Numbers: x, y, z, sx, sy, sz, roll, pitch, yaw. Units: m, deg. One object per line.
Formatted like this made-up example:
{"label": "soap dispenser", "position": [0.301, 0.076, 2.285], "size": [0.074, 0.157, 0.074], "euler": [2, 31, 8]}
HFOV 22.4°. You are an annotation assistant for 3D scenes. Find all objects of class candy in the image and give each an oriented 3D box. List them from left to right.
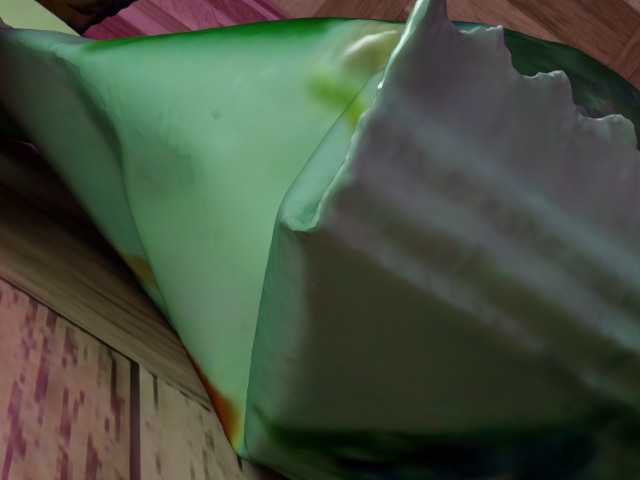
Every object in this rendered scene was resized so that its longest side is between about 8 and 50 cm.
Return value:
{"label": "candy", "position": [0.003, -0.006, 0.613], "size": [0.263, 0.172, 0.398], "euler": [35, -4, -34]}

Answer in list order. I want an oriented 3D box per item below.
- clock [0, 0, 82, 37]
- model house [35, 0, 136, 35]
{"label": "clock", "position": [-0.212, -0.142, 0.782], "size": [0.235, 0.029, 0.235], "euler": [31, 6, -3]}
{"label": "model house", "position": [-0.180, -0.240, 1.032], "size": [0.194, 0.170, 0.211], "euler": [36, 9, 10]}
